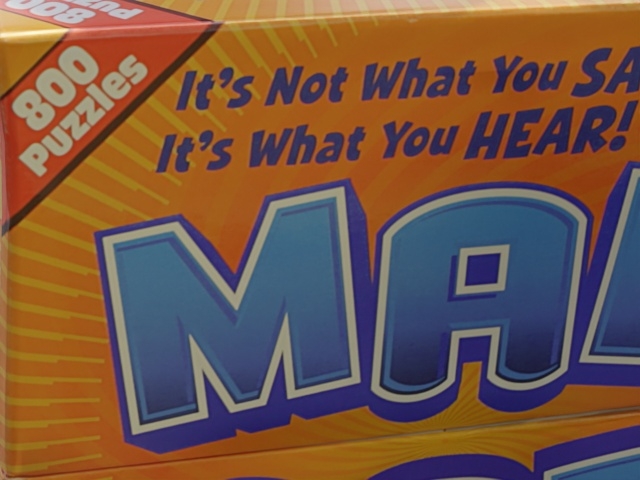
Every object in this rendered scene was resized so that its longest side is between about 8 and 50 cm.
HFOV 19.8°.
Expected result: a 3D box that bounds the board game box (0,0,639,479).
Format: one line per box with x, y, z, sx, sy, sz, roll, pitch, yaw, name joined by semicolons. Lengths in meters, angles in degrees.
0.000;0.000;0.886;0.356;0.356;0.356;-4;-63;-16;board game box
